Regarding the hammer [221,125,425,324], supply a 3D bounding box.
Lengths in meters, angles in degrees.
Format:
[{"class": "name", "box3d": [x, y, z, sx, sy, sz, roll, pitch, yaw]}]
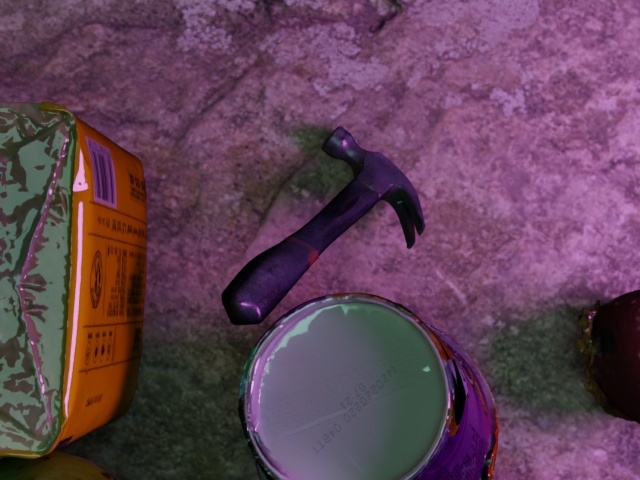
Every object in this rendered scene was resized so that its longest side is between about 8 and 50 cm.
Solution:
[{"class": "hammer", "box3d": [0.000, 0.000, 1.389, 0.137, 0.037, 0.290, 38, 44, 7]}]

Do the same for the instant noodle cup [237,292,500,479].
[{"class": "instant noodle cup", "box3d": [0.037, 0.166, 1.364, 0.251, 0.190, 0.251, -3, 72, 10]}]

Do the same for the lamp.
[{"class": "lamp", "box3d": [0.331, 0.126, 1.435, 0.157, 0.156, 0.135, 51, 131, 32]}]

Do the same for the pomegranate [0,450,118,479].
[{"class": "pomegranate", "box3d": [-0.219, 0.291, 1.239, 0.263, 0.211, 0.211, 26, 87, -29]}]

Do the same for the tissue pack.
[{"class": "tissue pack", "box3d": [-0.287, 0.033, 1.306, 0.228, 0.382, 0.293, 1, 87, 2]}]
